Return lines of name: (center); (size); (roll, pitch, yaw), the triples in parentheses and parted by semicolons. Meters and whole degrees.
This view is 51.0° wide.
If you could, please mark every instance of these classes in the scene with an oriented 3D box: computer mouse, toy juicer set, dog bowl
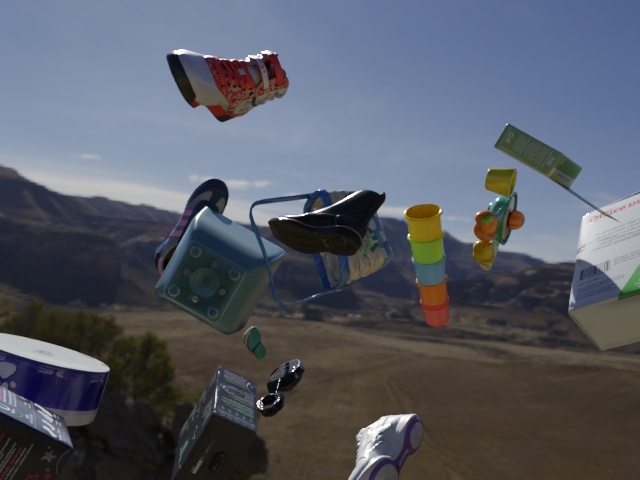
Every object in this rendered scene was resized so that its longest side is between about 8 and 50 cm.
computer mouse: (-0.065, 0.266, 1.184); (0.071, 0.041, 0.242); (-26, 4, 9)
toy juicer set: (0.443, -0.022, 1.639); (0.089, 0.209, 0.329); (14, -17, 24)
dog bowl: (-0.546, 0.261, 1.284); (0.264, 0.104, 0.265); (18, -7, 2)

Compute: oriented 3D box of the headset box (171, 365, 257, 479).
headset box: (-0.283, 0.524, 1.818); (0.131, 0.246, 0.283); (29, 10, -13)

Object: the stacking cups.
stacking cups: (0.271, 0.066, 1.677); (0.096, 0.316, 0.096); (-8, 28, 5)

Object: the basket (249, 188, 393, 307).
basket: (0.000, 0.000, 1.544); (0.289, 0.255, 0.201); (-16, -12, -14)

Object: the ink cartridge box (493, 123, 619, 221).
ink cartridge box: (0.448, -0.123, 1.229); (0.235, 0.056, 0.171); (38, 17, 28)

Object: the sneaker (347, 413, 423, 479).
sneaker: (0.137, 0.546, 1.675); (0.152, 0.114, 0.305); (-5, 21, 39)

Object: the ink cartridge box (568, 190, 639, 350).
ink cartridge box: (0.608, 0.043, 1.277); (0.121, 0.289, 0.211); (45, -44, -17)

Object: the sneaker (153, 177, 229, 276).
sneaker: (-0.348, -0.020, 1.863); (0.112, 0.319, 0.131); (27, 16, -28)

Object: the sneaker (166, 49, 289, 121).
sneaker: (-0.136, -0.264, 1.064); (0.145, 0.090, 0.270); (-22, -4, 7)

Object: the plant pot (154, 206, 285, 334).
plant pot: (-0.257, 0.086, 1.633); (0.247, 0.248, 0.252); (30, 5, -1)

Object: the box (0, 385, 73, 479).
box: (-0.470, 0.336, 0.902); (0.142, 0.247, 0.163); (37, -14, -22)

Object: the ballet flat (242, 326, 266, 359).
ballet flat: (-0.193, 0.281, 1.860); (0.052, 0.057, 0.168); (29, -28, 25)

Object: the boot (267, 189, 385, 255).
boot: (0.015, -0.044, 1.240); (0.197, 0.137, 0.077); (13, -39, 32)
